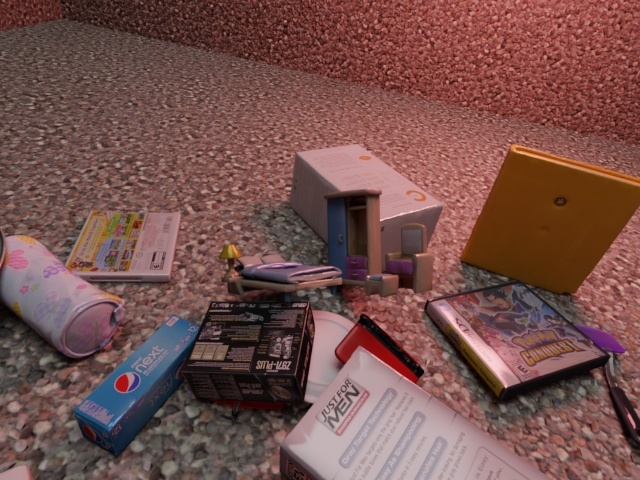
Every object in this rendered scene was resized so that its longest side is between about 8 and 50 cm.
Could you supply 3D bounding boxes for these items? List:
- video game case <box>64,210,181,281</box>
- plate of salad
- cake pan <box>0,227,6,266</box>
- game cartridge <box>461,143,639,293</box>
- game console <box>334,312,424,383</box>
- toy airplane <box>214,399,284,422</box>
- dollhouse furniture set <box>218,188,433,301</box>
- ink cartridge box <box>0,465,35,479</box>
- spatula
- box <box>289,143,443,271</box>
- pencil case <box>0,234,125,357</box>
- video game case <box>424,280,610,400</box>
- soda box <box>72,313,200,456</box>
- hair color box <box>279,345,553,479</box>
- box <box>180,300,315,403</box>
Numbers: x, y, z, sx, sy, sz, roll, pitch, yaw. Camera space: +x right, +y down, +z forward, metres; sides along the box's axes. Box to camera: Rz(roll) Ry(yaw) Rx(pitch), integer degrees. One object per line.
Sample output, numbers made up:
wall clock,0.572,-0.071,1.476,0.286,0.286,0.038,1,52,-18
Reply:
video game case,-0.431,0.008,0.940,0.206,0.026,0.227,2,38,-12
plate of salad,0.001,0.209,0.760,0.199,0.048,0.200,7,38,-6
cake pan,-0.676,0.061,0.688,0.292,0.054,0.294,-6,52,8
game cartridge,0.523,-0.036,0.986,0.285,0.324,0.053,20,40,11
game console,0.103,0.211,0.754,0.144,0.085,0.124,43,-2,7
toy airplane,-0.127,0.236,0.710,0.151,0.028,0.151,6,37,-4
dollhouse furniture set,0.000,0.000,0.782,0.303,0.198,0.286,-3,2,-39
ink cartridge box,-0.216,0.405,0.246,0.166,0.286,0.395,-13,43,-31
spatula,0.585,0.271,0.837,0.084,0.031,0.297,10,37,8
box,0.101,-0.093,1.087,0.214,0.169,0.345,-15,43,-31
pencil case,-0.478,0.090,0.742,0.273,0.114,0.124,26,52,21
video game case,0.399,0.189,0.876,0.274,0.035,0.248,-8,35,-21
soda box,-0.271,0.217,0.661,0.067,0.071,0.210,20,37,16
hair color box,0.145,0.332,0.547,0.374,0.114,0.185,32,51,22
box,-0.108,0.177,0.688,0.179,0.078,0.147,-2,38,9
